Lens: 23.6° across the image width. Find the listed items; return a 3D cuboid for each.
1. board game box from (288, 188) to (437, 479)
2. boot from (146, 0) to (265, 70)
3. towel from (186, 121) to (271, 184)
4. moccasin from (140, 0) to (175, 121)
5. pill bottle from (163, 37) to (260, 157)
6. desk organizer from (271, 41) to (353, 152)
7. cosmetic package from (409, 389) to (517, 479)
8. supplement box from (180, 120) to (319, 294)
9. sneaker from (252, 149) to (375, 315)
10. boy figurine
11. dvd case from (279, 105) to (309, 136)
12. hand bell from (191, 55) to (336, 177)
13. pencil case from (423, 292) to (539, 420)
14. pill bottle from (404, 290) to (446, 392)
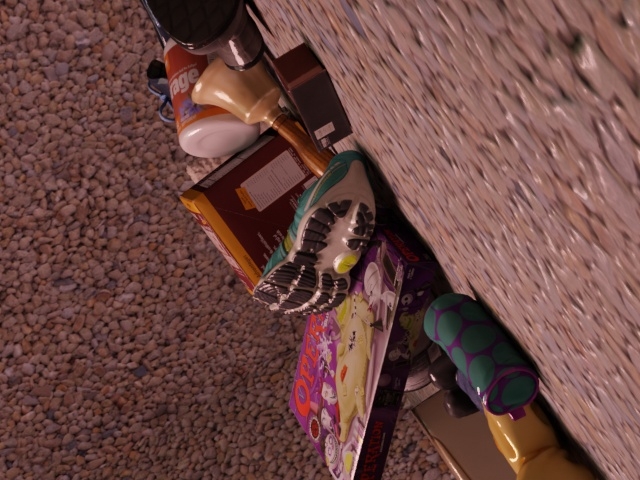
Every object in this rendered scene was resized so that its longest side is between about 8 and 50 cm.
[{"bbox_3d":[0.046,0.124,1.912,0.208,0.056,0.346,-123,39,-54],"label":"board game box"},{"bbox_3d":[-0.126,-0.285,1.869,0.222,0.118,0.338,56,-170,-43],"label":"boot"},{"bbox_3d":[-0.076,-0.065,2.424,0.282,0.187,0.049,55,180,23],"label":"towel"},{"bbox_3d":[-0.231,-0.281,2.477,0.138,0.117,0.342,-138,32,-59],"label":"moccasin"},{"bbox_3d":[-0.164,-0.240,2.250,0.121,0.121,0.216,65,-168,-68],"label":"pill bottle"},{"bbox_3d":[-0.009,-0.159,1.714,0.050,0.047,0.130,58,178,32],"label":"desk organizer"},{"bbox_3d":[0.246,0.314,1.962,0.309,0.113,0.160,56,177,8],"label":"cosmetic package"},{"bbox_3d":[-0.069,-0.044,2.262,0.191,0.194,0.129,54,172,-12],"label":"supplement box"},{"bbox_3d":[0.000,0.000,1.868,0.275,0.107,0.110,125,156,-46],"label":"sneaker"},{"bbox_3d":[0.220,0.228,1.687,0.177,0.092,0.285,62,178,-35],"label":"boy figurine"},{"bbox_3d":[-0.019,-0.144,2.341,0.119,0.013,0.087,52,175,44],"label":"dvd case"},{"bbox_3d":[-0.049,-0.155,2.097,0.242,0.126,0.126,45,175,9],"label":"hand bell"},{"bbox_3d":[0.168,0.118,1.604,0.151,0.064,0.070,-126,20,-51],"label":"pencil case"},{"bbox_3d":[0.107,0.134,2.106,0.130,0.130,0.245,56,177,20],"label":"pill bottle"}]
